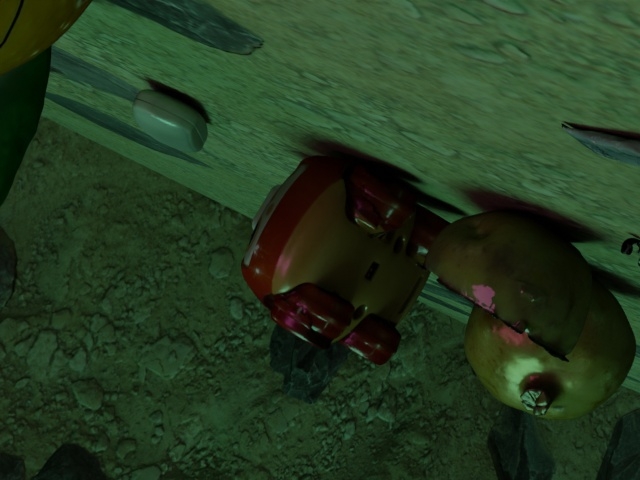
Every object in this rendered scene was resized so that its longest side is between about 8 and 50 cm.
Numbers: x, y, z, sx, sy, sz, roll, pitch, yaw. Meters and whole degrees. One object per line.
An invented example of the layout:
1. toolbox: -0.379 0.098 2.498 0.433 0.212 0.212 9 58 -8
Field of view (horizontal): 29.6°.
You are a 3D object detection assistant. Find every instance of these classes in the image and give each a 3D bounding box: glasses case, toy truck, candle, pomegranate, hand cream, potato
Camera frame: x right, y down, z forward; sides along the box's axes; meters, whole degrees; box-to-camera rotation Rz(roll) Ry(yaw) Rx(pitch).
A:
1. glasses case: -0.173 -0.137 1.403 0.074 0.049 0.193 24 176 1
2. toy truck: 0.000 0.000 1.303 0.239 0.189 0.265 31 -179 33
3. candle: 0.303 0.031 1.034 0.026 0.021 0.167 7 165 42
4. pomegranate: 0.246 0.114 1.316 0.196 0.196 0.196 24 176 2
5. hand cream: 0.175 -0.050 0.689 0.030 0.019 0.093 28 177 -32
6. potato: 0.169 0.020 1.137 0.138 0.098 0.243 29 -177 -10

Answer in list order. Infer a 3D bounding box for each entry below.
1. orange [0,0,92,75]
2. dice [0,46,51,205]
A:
1. orange: -0.179 -0.142 0.430 0.234 0.182 0.234 11 177 1
2. dice: -0.404 -0.140 0.909 0.287 0.297 0.300 19 174 33
